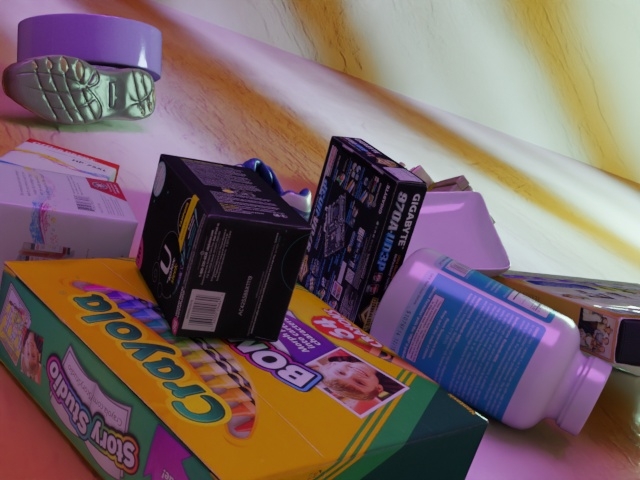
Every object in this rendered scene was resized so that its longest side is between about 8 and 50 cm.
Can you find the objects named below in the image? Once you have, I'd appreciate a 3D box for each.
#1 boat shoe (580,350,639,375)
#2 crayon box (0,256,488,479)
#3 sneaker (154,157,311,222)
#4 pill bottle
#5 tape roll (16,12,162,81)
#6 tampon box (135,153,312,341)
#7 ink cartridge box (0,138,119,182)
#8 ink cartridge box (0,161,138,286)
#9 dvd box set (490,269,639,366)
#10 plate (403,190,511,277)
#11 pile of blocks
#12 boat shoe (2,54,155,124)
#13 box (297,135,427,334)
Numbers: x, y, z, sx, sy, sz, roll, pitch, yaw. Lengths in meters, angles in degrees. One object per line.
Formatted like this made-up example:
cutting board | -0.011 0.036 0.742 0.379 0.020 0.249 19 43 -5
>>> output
boat shoe | 0.434 0.159 1.450 0.184 0.066 0.063 2 23 -17
crayon box | -0.082 0.134 0.918 0.313 0.106 0.363 0 25 -46
sneaker | -0.124 -0.072 1.459 0.296 0.131 0.112 28 21 30
pill bottle | 0.201 0.126 1.152 0.264 0.146 0.146 28 19 17
tape roll | -0.449 -0.367 1.909 0.275 0.090 0.275 1 -1 0
tampon box | -0.097 0.005 0.916 0.101 0.120 0.161 7 19 -28
ink cartridge box | -0.354 -0.070 1.306 0.134 0.078 0.231 17 17 -5
ink cartridge box | -0.307 -0.001 1.059 0.176 0.127 0.128 10 20 -26
dvd box set | 0.428 0.106 1.355 0.308 0.062 0.420 5 5 -16
plate | 0.134 -0.003 1.523 0.277 0.045 0.278 -2 27 -1
pile of blocks | 0.146 -0.063 1.790 0.113 0.149 0.362 -42 38 -20
boat shoe | -0.445 -0.267 1.769 0.116 0.123 0.324 7 3 35
box | 0.045 -0.006 1.279 0.051 0.220 0.175 5 21 -31
